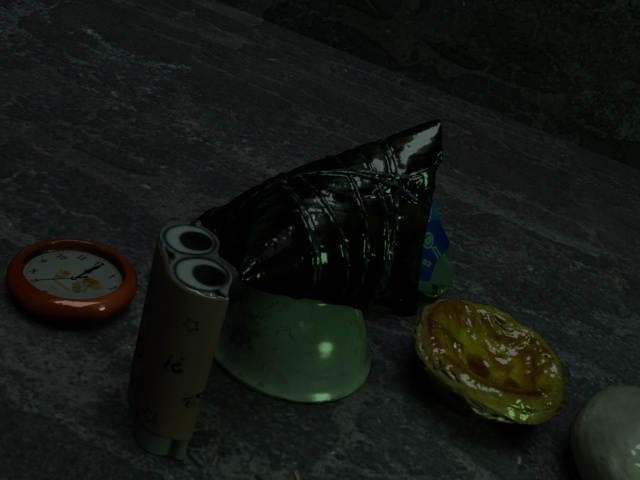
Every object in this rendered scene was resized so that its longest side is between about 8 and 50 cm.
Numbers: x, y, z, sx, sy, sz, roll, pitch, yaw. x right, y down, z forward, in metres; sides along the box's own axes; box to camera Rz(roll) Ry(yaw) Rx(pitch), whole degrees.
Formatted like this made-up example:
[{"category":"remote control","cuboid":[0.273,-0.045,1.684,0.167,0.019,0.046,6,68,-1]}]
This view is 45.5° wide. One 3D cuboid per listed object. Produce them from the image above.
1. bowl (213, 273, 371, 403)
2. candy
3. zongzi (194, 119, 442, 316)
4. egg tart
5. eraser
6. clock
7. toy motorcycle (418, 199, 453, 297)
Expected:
[{"category":"bowl","cuboid":[-0.039,0.114,1.293,0.314,0.146,0.313,14,32,-9]},{"category":"candy","cuboid":[0.545,0.343,1.232,0.296,0.185,0.295,12,27,-6]},{"category":"zongzi","cuboid":[0.000,0.000,1.090,0.384,0.318,0.362,-2,15,-5]},{"category":"egg tart","cuboid":[0.281,0.223,1.336,0.295,0.116,0.294,17,31,-10]},{"category":"eraser","cuboid":[-0.195,0.135,1.024,0.087,0.290,0.171,3,34,-24]},{"category":"clock","cuboid":[-0.404,0.064,1.248,0.205,0.051,0.205,14,31,-8]},{"category":"toy motorcycle","cuboid":[0.136,0.003,1.494,0.327,0.199,0.191,8,5,-32]}]
